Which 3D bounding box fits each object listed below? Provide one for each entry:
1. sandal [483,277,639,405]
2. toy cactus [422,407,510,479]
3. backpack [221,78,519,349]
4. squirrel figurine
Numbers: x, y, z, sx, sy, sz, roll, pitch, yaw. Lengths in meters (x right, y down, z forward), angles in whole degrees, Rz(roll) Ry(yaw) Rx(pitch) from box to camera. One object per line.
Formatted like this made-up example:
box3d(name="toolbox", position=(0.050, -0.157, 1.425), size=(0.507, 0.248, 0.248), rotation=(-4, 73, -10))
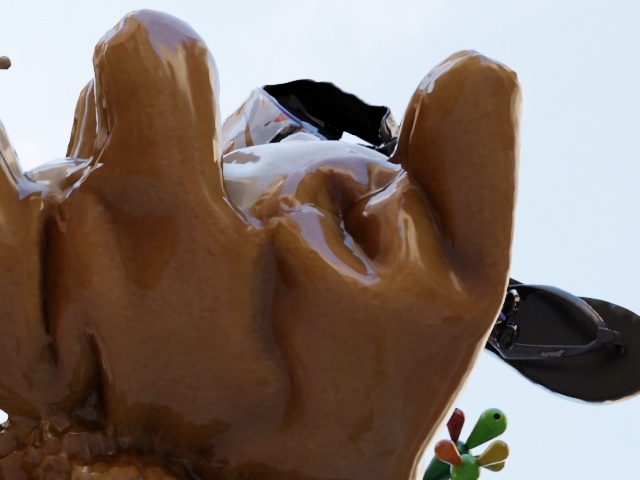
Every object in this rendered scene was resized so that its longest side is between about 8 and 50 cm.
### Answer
box3d(name="sandal", position=(0.186, 0.075, 1.544), size=(0.254, 0.097, 0.054), rotation=(20, -18, 15))
box3d(name="toy cactus", position=(0.097, 0.253, 1.644), size=(0.112, 0.180, 0.219), rotation=(25, -103, -33))
box3d(name="backpack", position=(0.000, 0.000, 1.466), size=(0.213, 0.263, 0.276), rotation=(-38, -48, 0))
box3d(name="squirrel figurine", position=(-0.122, 0.073, 0.942), size=(0.370, 0.281, 0.397), rotation=(4, -91, -24))
